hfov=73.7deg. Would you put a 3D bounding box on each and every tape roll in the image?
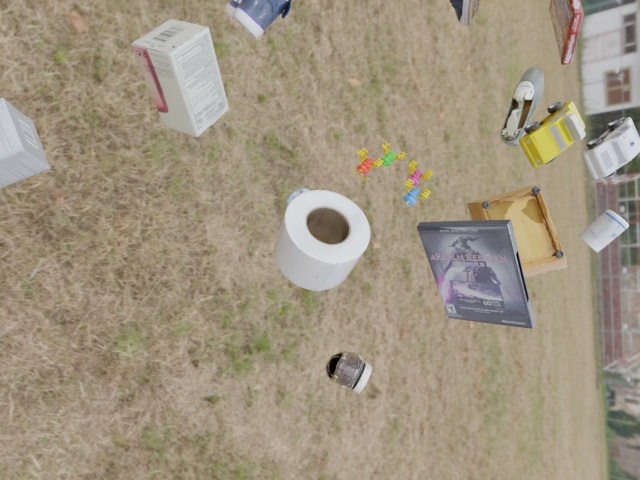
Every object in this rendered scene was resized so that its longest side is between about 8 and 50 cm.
[{"bbox_3d":[0.000,0.000,1.229,0.246,0.246,0.169,-62,179,-36],"label":"tape roll"}]

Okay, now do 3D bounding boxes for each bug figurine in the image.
[{"bbox_3d":[0.260,-0.228,1.480,0.216,0.279,0.072,-42,163,-40],"label":"bug figurine"}]

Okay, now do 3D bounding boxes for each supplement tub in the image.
[{"bbox_3d":[0.791,-0.027,1.197,0.071,0.107,0.071,34,21,-15],"label":"supplement tub"}]

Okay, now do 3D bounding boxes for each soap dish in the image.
[{"bbox_3d":[0.629,-0.025,1.366,0.118,0.229,0.290,48,27,-75],"label":"soap dish"}]

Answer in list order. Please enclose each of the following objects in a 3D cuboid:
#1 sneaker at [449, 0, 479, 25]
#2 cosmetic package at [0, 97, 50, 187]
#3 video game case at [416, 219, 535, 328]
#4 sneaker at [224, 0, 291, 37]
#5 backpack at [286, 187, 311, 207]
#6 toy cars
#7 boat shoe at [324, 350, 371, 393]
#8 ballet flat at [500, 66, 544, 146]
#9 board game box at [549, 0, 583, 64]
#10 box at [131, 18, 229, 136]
[{"bbox_3d":[0.287,-0.624,0.977,0.099,0.153,0.282,-65,155,-14],"label":"sneaker"},{"bbox_3d":[-0.672,-0.157,0.809,0.107,0.238,0.127,108,-42,-78],"label":"cosmetic package"},{"bbox_3d":[0.340,0.075,0.935,0.026,0.196,0.274,-48,124,-37],"label":"video game case"},{"bbox_3d":[-0.162,-0.732,1.269,0.130,0.236,0.322,35,14,-29],"label":"sneaker"},{"bbox_3d":[-0.041,-0.101,1.546,0.152,0.115,0.182,-34,76,-14],"label":"backpack"},{"bbox_3d":[0.661,-0.247,1.038,0.394,0.087,0.176,5,88,-21],"label":"toy cars"},{"bbox_3d":[0.069,0.392,1.318,0.116,0.097,0.324,-62,-179,-12],"label":"boat shoe"},{"bbox_3d":[0.547,-0.363,1.160,0.068,0.072,0.213,-5,112,-46],"label":"ballet flat"},{"bbox_3d":[0.666,-0.628,1.169,0.145,0.027,0.281,64,30,-51],"label":"board game box"},{"bbox_3d":[-0.347,-0.412,1.092,0.148,0.127,0.232,-55,157,-33],"label":"box"}]
